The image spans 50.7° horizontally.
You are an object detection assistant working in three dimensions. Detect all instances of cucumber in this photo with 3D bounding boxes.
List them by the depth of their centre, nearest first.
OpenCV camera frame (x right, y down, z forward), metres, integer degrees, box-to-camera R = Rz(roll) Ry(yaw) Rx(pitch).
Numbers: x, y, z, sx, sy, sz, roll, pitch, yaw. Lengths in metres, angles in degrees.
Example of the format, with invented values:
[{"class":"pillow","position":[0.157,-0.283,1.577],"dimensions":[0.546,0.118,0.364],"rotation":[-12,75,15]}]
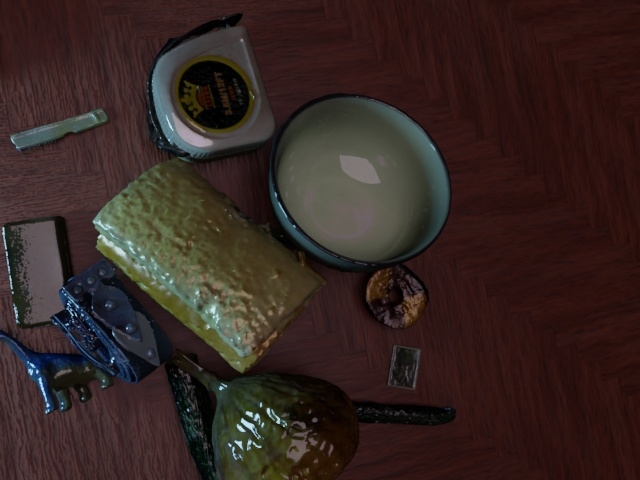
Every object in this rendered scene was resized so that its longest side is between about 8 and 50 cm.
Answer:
[{"class":"cucumber","position":[-0.227,0.362,1.284],"dimensions":[0.068,0.067,0.293],"rotation":[-16,92,-16]},{"class":"cucumber","position":[0.169,0.362,1.407],"dimensions":[0.257,0.043,0.044],"rotation":[7,90,-16]}]

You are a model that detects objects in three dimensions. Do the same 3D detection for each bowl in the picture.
[{"class":"bowl","position":[0.054,-0.088,1.308],"dimensions":[0.354,0.185,0.353],"rotation":[7,68,-17]}]

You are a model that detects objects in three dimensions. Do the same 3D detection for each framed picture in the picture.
[{"class":"framed picture","position":[0.179,0.269,1.433],"dimensions":[0.066,0.007,0.089],"rotation":[13,83,-14]}]

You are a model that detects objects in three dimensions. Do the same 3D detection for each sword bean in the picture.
[{"class":"sword bean","position":[0.001,0.000,1.387],"dimensions":[0.269,0.038,0.043],"rotation":[4,110,-15]}]

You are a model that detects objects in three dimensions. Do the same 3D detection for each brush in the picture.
[{"class":"brush","position":[-0.487,-0.206,1.269],"dimensions":[0.179,0.030,0.033],"rotation":[-24,77,-26]}]

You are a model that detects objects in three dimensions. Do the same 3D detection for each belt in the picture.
[{"class":"belt","position":[-0.376,0.159,1.205],"dimensions":[0.218,0.122,0.128],"rotation":[48,54,1]}]

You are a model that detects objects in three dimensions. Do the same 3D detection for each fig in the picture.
[{"class":"fig","position":[-0.116,0.311,1.212],"dimensions":[0.369,0.286,0.286],"rotation":[44,77,-3]}]

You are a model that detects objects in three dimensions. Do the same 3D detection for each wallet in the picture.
[{"class":"wallet","position":[-0.513,0.059,1.241],"dimensions":[0.110,0.031,0.198],"rotation":[-9,89,-15]}]

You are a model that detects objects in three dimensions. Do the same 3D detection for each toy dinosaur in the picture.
[{"class":"toy dinosaur","position":[-0.462,0.207,1.229],"dimensions":[0.248,0.075,0.188],"rotation":[-21,80,-32]}]

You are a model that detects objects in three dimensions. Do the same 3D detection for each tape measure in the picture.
[{"class":"tape measure","position":[-0.230,-0.288,1.296],"dimensions":[0.231,0.133,0.271],"rotation":[-14,89,-24]}]

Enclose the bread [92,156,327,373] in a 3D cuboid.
[{"class":"bread","position":[-0.192,0.033,1.210],"dimensions":[0.375,0.165,0.236],"rotation":[40,58,10]}]

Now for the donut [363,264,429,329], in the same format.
[{"class":"donut","position":[0.153,0.115,1.409],"dimensions":[0.140,0.059,0.140],"rotation":[1,87,-16]}]
